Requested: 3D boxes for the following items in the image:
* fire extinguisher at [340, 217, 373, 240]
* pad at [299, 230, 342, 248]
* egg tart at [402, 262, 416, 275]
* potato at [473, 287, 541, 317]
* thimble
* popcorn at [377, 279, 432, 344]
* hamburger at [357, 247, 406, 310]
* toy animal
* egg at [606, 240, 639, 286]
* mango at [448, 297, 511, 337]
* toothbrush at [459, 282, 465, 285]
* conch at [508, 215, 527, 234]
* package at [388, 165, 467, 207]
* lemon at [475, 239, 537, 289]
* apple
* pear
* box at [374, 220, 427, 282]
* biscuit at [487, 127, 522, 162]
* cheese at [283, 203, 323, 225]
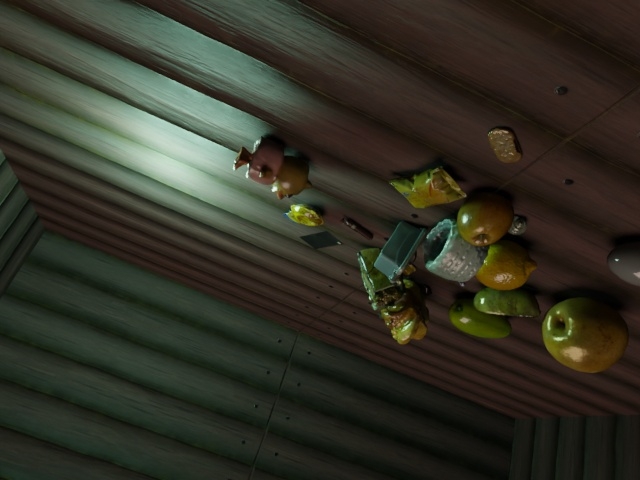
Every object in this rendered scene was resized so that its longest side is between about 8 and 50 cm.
[{"bbox_3d":[0.149,-0.053,1.996,0.173,0.035,0.049,33,-171,-26],"label":"fire extinguisher"},{"bbox_3d":[0.000,0.000,2.224,0.193,0.004,0.116,-10,141,46],"label":"pad"},{"bbox_3d":[0.385,0.131,2.175,0.105,0.039,0.105,15,155,7],"label":"egg tart"},{"bbox_3d":[0.797,0.244,2.027,0.271,0.160,0.111,2,106,27],"label":"potato"},{"bbox_3d":[0.485,0.039,1.741,0.171,0.205,0.250,23,152,-9],"label":"thimble"},{"bbox_3d":[0.399,0.340,2.277,0.281,0.297,0.316,-21,168,32],"label":"popcorn"},{"bbox_3d":[0.283,0.170,2.130,0.192,0.288,0.168,-11,153,-13],"label":"hamburger"},{"bbox_3d":[-0.157,-0.253,1.685,0.281,0.195,0.169,33,111,-18],"label":"toy animal"},{"bbox_3d":[1.028,0.074,1.509,0.198,0.146,0.146,15,154,24],"label":"egg"},{"bbox_3d":[0.766,0.383,2.266,0.343,0.156,0.192,25,154,-14],"label":"mango"},{"bbox_3d":[0.605,0.157,2.103,0.019,0.013,0.193,-9,143,33],"label":"toothbrush"},{"bbox_3d":[0.664,-0.049,1.627,0.076,0.057,0.085,30,154,8],"label":"conch"},{"bbox_3d":[0.351,-0.172,1.558,0.168,0.090,0.226,36,152,-26],"label":"package"},{"bbox_3d":[0.665,0.091,1.741,0.244,0.187,0.187,3,149,38],"label":"lemon"},{"bbox_3d":[0.539,-0.067,1.559,0.182,0.155,0.182,18,153,9],"label":"apple"},{"bbox_3d":[1.062,0.376,1.905,0.314,0.314,0.314,15,154,8],"label":"pear"},{"bbox_3d":[0.316,0.042,1.860,0.130,0.227,0.162,33,156,9],"label":"box"},{"bbox_3d":[0.524,-0.267,1.342,0.071,0.018,0.147,-1,148,40],"label":"biscuit"},{"bbox_3d":[-0.077,-0.105,2.008,0.156,0.064,0.250,35,159,-27],"label":"cheese"}]
